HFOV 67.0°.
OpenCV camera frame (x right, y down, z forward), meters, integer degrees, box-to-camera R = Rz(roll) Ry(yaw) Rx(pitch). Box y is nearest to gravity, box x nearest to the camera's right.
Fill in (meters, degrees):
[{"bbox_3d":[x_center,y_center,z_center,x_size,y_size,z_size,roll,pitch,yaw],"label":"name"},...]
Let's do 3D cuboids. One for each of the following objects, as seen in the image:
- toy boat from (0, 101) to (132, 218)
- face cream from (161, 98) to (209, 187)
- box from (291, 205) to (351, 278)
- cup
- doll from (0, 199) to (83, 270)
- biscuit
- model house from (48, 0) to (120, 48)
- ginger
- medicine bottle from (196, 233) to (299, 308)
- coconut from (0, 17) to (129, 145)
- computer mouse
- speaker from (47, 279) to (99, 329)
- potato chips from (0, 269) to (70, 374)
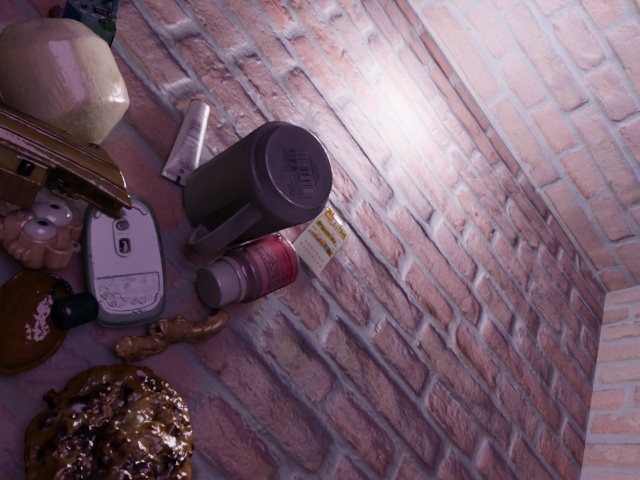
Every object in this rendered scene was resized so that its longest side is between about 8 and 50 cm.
[{"bbox_3d":[-0.554,-0.152,0.853,0.445,0.136,0.162,24,59,-33],"label":"toy boat"},{"bbox_3d":[-0.341,-0.255,1.263,0.092,0.058,0.244,27,61,-37],"label":"face cream"},{"bbox_3d":[0.001,0.000,1.458,0.122,0.032,0.220,51,48,-11],"label":"box"},{"bbox_3d":[-0.168,-0.101,1.142,0.237,0.326,0.323,49,52,-23],"label":"cup"},{"bbox_3d":[-0.592,-0.020,0.894,0.278,0.119,0.154,11,30,-35],"label":"doll"},{"bbox_3d":[-0.367,0.365,0.870,0.289,0.081,0.334,10,39,-31],"label":"biscuit"},{"bbox_3d":[-0.567,-0.554,1.163,0.148,0.119,0.148,9,66,-29],"label":"model house"},{"bbox_3d":[-0.316,0.199,1.074,0.288,0.075,0.089,-16,110,-43],"label":"ginger"},{"bbox_3d":[-0.177,0.078,1.196,0.247,0.147,0.147,-22,86,-43],"label":"medicine bottle"},{"bbox_3d":[-0.531,-0.307,0.998,0.245,0.244,0.248,-26,108,-44],"label":"coconut"},{"bbox_3d":[-0.420,0.038,1.035,0.159,0.097,0.289,-6,85,-27],"label":"computer mouse"},{"bbox_3d":[-0.484,0.124,0.933,0.094,0.060,0.075,40,26,19],"label":"speaker"},{"bbox_3d":[-0.550,0.150,0.903,0.150,0.049,0.202,43,47,-44],"label":"potato chips"}]
